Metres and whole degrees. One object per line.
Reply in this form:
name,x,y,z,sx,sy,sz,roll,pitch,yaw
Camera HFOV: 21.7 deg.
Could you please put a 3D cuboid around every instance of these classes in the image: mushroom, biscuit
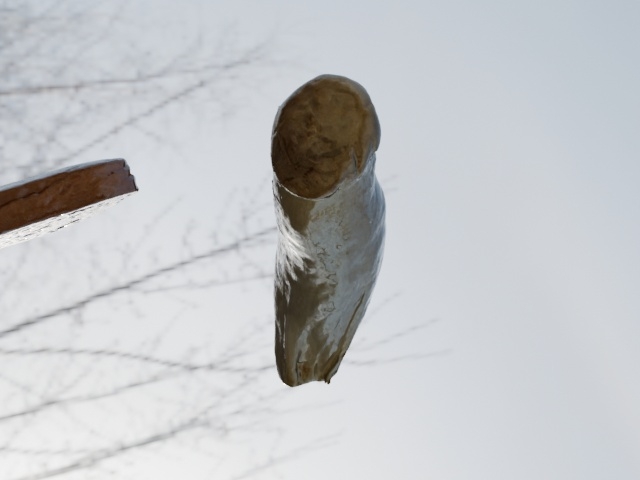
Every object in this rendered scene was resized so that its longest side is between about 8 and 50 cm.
mushroom,0.000,0.000,1.403,0.095,0.123,0.351,22,-33,15
biscuit,-0.229,-0.008,1.128,0.036,0.192,0.186,70,-21,2
